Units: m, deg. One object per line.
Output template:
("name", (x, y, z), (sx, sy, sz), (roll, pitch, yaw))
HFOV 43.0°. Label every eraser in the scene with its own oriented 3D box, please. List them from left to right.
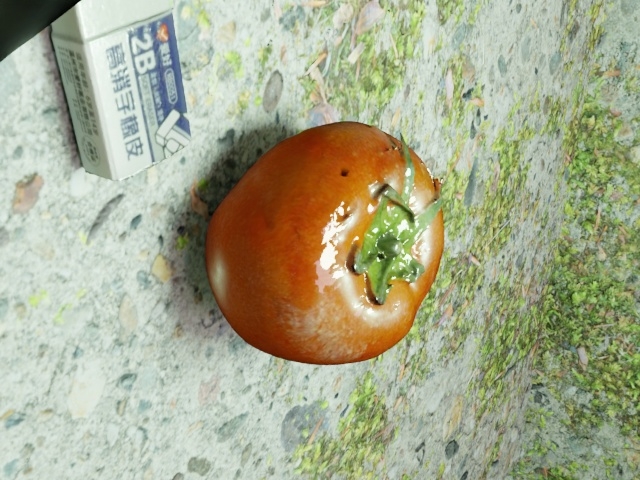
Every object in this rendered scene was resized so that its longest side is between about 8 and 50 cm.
("eraser", (-0.212, -0.184, 0.874), (0.124, 0.068, 0.210), (-36, 135, -39))

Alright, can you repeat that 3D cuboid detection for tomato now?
("tomato", (0.000, 0.000, 1.122), (0.341, 0.273, 0.341), (-9, 102, -47))

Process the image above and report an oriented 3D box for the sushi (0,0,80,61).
("sushi", (-0.288, -0.242, 0.641), (0.153, 0.172, 0.150), (-42, 97, -11))
